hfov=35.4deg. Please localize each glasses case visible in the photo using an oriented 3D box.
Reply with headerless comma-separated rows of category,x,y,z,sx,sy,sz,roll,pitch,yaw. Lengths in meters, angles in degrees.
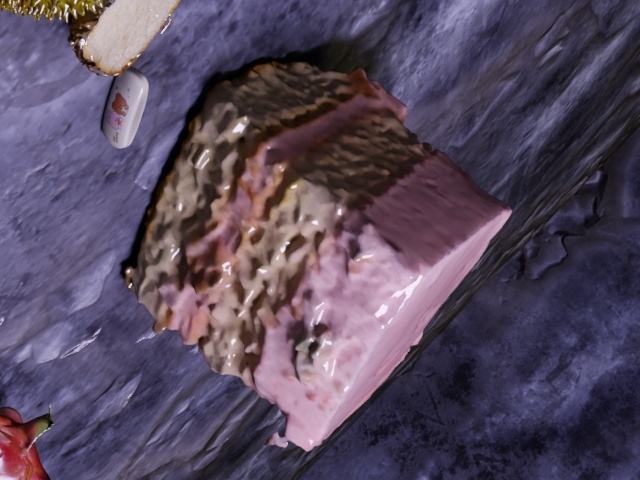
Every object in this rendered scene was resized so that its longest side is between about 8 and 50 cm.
glasses case,-0.180,-0.122,0.925,0.021,0.032,0.083,-33,156,-50

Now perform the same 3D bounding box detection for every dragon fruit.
dragon fruit,-0.359,0.224,1.071,0.137,0.135,0.235,-19,128,-46

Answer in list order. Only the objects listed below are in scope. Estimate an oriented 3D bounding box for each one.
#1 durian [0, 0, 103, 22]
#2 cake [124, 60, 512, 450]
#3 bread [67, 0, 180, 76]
durian,-0.169,-0.225,0.654,0.146,0.102,0.208,-37,155,-15
cake,0.000,0.000,1.140,0.293,0.307,0.314,-29,154,-48
bread,-0.153,-0.193,0.803,0.129,0.044,0.126,-47,178,5
